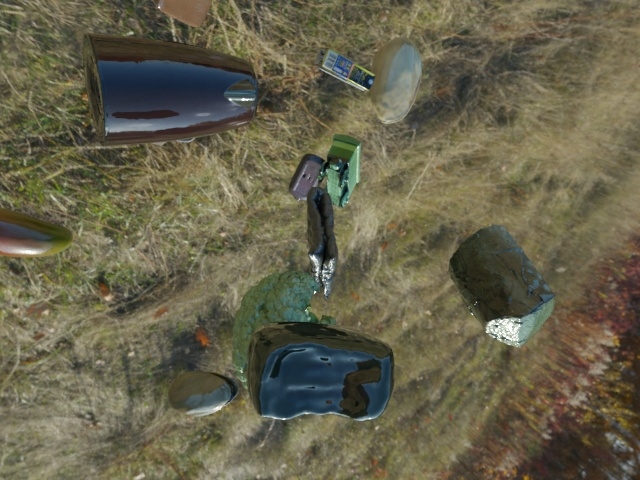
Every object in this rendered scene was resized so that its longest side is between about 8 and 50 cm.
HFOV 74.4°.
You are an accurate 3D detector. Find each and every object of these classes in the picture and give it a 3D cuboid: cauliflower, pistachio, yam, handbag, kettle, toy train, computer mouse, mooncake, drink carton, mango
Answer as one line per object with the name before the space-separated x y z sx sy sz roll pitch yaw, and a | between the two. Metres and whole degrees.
cauliflower | -0.066 0.222 0.929 0.250 0.272 0.275 8 147 -24
pistachio | -0.349 0.450 1.247 0.206 0.131 0.129 -12 179 9
yam | 0.461 0.121 1.082 0.201 0.271 0.202 -32 136 5
handbag | -0.452 -0.807 1.392 0.151 0.072 0.193 -48 162 21
kettle | -0.221 -0.220 0.642 0.232 0.202 0.144 -11 108 -33
pistachio | 0.271 -0.580 1.527 0.187 0.187 0.299 -7 106 -47
toy train | 0.080 -0.262 1.677 0.301 0.120 0.202 82 31 -64
computer mouse | -0.050 -0.259 1.731 0.232 0.120 0.057 -59 -173 41
mooncake | -0.001 0.154 0.495 0.168 0.175 0.104 22 73 -65
drink carton | 0.069 -0.482 1.195 0.165 0.071 0.056 18 109 -29
mango | -0.862 -0.017 1.209 0.289 0.146 0.129 16 87 -47

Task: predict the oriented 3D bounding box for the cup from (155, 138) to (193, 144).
cup | -0.612 -0.523 1.628 0.288 0.208 0.273 18 110 -48

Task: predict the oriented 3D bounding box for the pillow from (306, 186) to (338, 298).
pillow | 0.000 0.000 1.428 0.101 0.326 0.228 1 140 -3
